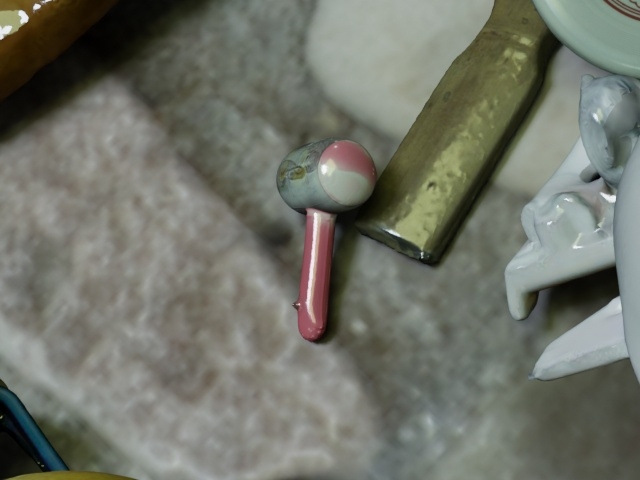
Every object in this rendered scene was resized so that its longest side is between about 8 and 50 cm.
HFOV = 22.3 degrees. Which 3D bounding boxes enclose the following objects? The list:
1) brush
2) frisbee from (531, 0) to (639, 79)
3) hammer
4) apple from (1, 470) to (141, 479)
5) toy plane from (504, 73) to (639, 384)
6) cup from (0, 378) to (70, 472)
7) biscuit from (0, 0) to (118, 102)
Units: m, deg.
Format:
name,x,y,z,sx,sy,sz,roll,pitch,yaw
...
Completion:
name,x,y,z,sx,sy,sz,roll,pitch,yaw
brush,0.088,-0.103,0.689,0.043,0.036,0.248,23,74,35
frisbee,0.135,-0.119,0.667,0.110,0.014,0.110,2,78,-8
hammer,0.000,0.000,0.665,0.031,0.052,0.083,8,83,-22
apple,-0.086,0.164,0.526,0.182,0.182,0.155,-57,29,-14
toy plane,0.165,-0.013,0.555,0.245,0.117,0.244,-28,17,9
cup,-0.183,0.119,0.621,0.176,0.131,0.155,16,73,-4
biscuit,-0.197,-0.214,0.791,0.359,0.046,0.359,-9,68,22
